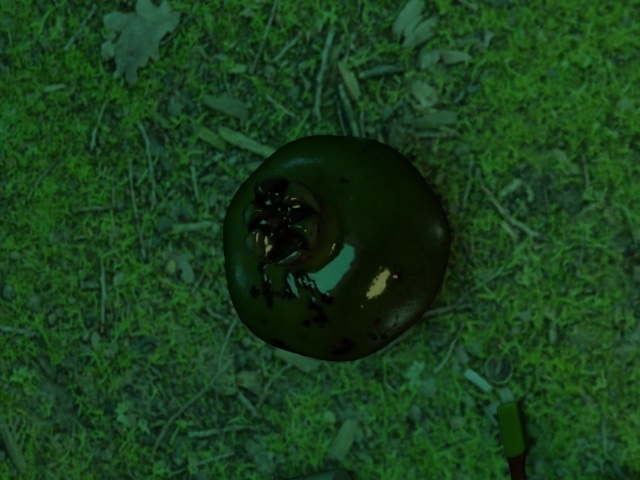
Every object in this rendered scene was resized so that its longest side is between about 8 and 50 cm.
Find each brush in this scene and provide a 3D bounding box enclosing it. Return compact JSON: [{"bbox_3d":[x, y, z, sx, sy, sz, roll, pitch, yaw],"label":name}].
[{"bbox_3d":[0.154,0.167,1.029,0.019,0.021,0.083,-21,53,22],"label":"brush"}]

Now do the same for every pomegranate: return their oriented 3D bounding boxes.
[{"bbox_3d":[0.008,-0.009,1.013,0.179,0.210,0.179,-2,55,2],"label":"pomegranate"}]

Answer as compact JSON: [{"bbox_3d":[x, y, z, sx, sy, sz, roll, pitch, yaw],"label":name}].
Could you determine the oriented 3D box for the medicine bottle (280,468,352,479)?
[{"bbox_3d":[-0.018,0.226,1.103,0.089,0.057,0.057,-17,85,23],"label":"medicine bottle"}]
